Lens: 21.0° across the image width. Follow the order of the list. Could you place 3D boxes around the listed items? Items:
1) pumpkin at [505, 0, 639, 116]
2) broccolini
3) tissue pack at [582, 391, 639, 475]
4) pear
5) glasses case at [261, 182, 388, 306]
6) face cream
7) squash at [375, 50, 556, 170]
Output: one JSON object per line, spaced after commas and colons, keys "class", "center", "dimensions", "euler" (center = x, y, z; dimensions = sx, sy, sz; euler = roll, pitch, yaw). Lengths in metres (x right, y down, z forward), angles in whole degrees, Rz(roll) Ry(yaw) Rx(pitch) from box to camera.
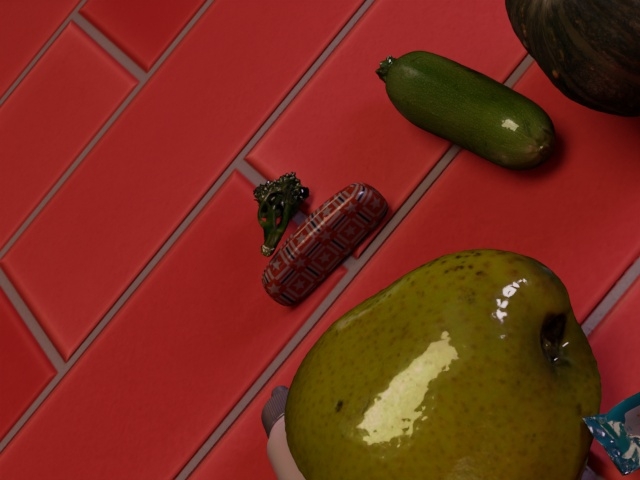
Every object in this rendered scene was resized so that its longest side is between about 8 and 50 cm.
{"class": "pumpkin", "center": [0.355, -0.297, 1.924], "dimensions": [0.291, 0.257, 0.328], "euler": [-46, 37, 31]}
{"class": "broccolini", "center": [-0.062, -0.037, 2.281], "dimensions": [0.074, 0.058, 0.201], "euler": [-36, 11, 16]}
{"class": "tissue pack", "center": [0.335, 0.173, 1.693], "dimensions": [0.138, 0.028, 0.085], "euler": [-29, 43, -4]}
{"class": "pear", "center": [0.135, 0.151, 1.789], "dimensions": [0.318, 0.238, 0.342], "euler": [-51, 33, 16]}
{"class": "glasses case", "center": [0.000, 0.000, 2.218], "dimensions": [0.194, 0.073, 0.049], "euler": [-45, 41, 9]}
{"class": "face cream", "center": [-0.006, 0.263, 1.970], "dimensions": [0.092, 0.092, 0.311], "euler": [-45, 35, 10]}
{"class": "squash", "center": [0.170, -0.172, 2.163], "dimensions": [0.101, 0.101, 0.378], "euler": [-51, 33, 0]}
